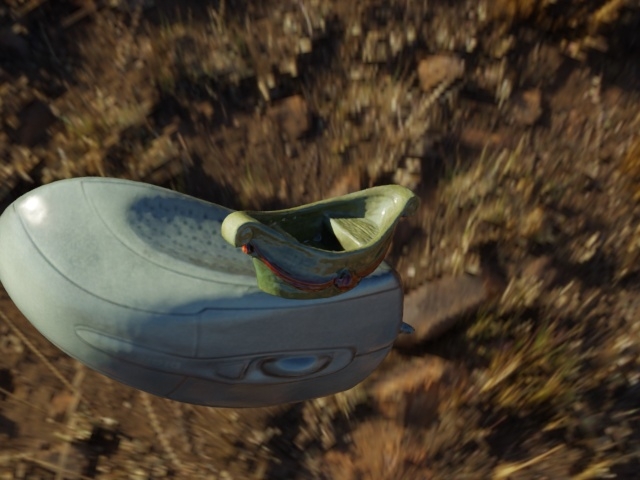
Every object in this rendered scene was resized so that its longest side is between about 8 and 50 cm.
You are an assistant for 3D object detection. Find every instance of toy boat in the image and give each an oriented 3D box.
[{"bbox_3d":[-0.001,0.001,1.376,0.089,0.185,0.071,39,127,40],"label":"toy boat"}]

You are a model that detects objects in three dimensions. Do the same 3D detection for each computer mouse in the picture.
[{"bbox_3d":[-0.097,0.061,1.498,0.371,0.188,0.122,12,50,-10],"label":"computer mouse"}]
